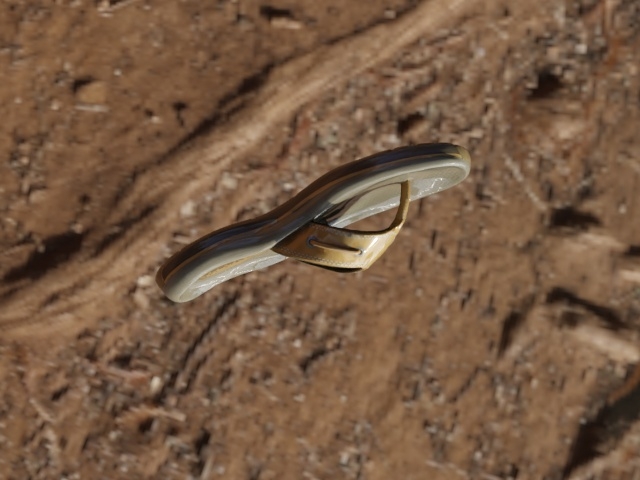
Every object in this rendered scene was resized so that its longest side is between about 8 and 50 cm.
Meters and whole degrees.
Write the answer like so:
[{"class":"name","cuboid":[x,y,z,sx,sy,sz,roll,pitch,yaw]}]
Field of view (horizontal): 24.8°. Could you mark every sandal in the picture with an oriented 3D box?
[{"class":"sandal","cuboid":[0.000,0.000,0.770,0.072,0.180,0.049,39,27,-75]}]
